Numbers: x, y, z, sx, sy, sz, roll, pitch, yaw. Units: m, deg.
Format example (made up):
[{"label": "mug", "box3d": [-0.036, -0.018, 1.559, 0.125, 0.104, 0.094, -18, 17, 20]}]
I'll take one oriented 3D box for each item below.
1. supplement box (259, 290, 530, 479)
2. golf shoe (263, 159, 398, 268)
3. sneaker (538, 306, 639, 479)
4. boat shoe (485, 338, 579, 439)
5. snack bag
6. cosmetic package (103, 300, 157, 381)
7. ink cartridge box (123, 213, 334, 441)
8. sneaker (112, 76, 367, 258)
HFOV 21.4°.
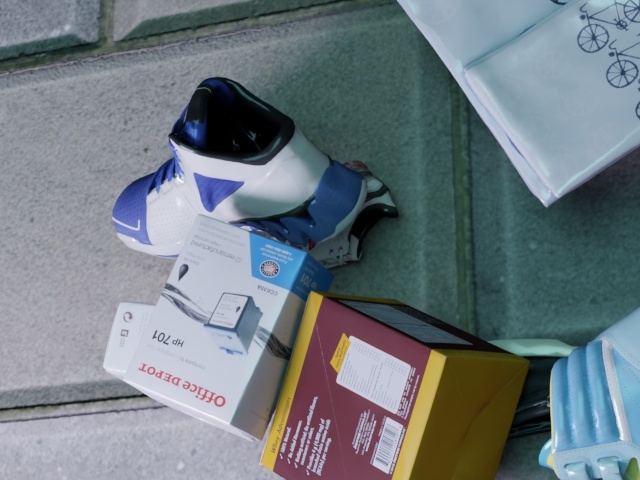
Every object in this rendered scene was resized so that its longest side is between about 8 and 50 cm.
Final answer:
[{"label": "supplement box", "box3d": [0.070, 0.172, 1.674, 0.194, 0.129, 0.191, 25, 102, 44]}, {"label": "golf shoe", "box3d": [0.000, 0.000, 1.849, 0.186, 0.067, 0.086, -44, 64, 4]}, {"label": "sneaker", "box3d": [0.320, 0.214, 1.522, 0.208, 0.127, 0.319, -29, 82, 18]}, {"label": "boat shoe", "box3d": [0.297, 0.159, 1.642, 0.340, 0.127, 0.113, 0, 74, 24]}, {"label": "snack bag", "box3d": [0.271, -0.249, 1.727, 0.323, 0.037, 0.342, -33, 66, 1]}, {"label": "cosmetic package", "box3d": [-0.101, 0.128, 1.823, 0.231, 0.117, 0.085, 7, 76, 25]}, {"label": "ink cartridge box", "box3d": [-0.093, 0.088, 1.722, 0.139, 0.082, 0.191, 19, 78, 27]}, {"label": "sneaker", "box3d": [-0.115, -0.088, 1.818, 0.315, 0.182, 0.127, -5, 45, 41]}]
